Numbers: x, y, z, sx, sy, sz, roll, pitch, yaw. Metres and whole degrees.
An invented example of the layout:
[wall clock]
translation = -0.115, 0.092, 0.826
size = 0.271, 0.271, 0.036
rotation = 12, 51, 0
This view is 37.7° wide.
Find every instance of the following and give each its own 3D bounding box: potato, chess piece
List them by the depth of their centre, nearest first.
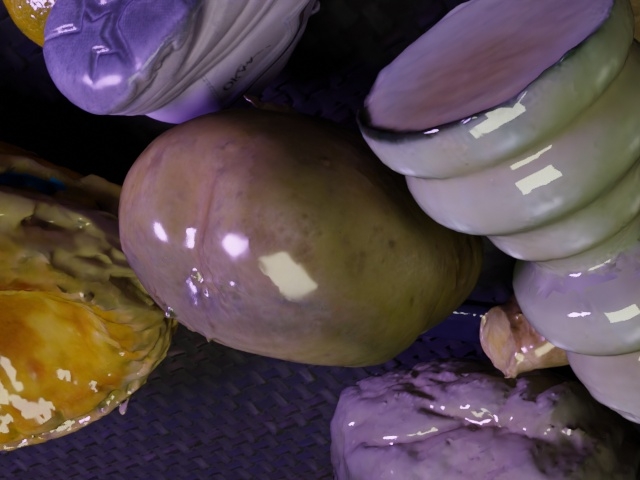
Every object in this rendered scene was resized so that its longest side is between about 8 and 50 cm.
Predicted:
[chess piece]
translation = 0.135, -0.001, 0.467
size = 0.133, 0.133, 0.243
rotation = -22, 119, 30
[potato]
translation = 0.000, 0.000, 0.570
size = 0.191, 0.141, 0.296
rotation = 14, 177, 21

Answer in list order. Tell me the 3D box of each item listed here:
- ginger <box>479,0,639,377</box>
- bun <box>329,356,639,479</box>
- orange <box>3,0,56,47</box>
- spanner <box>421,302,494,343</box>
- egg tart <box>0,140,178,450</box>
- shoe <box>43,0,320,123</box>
[ginger]
translation = 0.262, -0.047, 0.539
size = 0.362, 0.122, 0.348
rotation = 5, 134, 3
[bun]
translation = 0.147, 0.200, 0.698
size = 0.204, 0.281, 0.282
rotation = -38, 121, -6
[orange]
translation = -0.147, -0.151, 0.558
size = 0.095, 0.085, 0.085
rotation = 20, 135, 18
[spanner]
translation = -0.002, 0.052, 0.749
size = 0.315, 0.024, 0.087
rotation = 8, 134, 6
[egg tart]
translation = -0.283, 0.043, 0.659
size = 0.387, 0.169, 0.388
rotation = -17, 152, -9
[shoe]
translation = -0.030, -0.158, 0.513
size = 0.245, 0.137, 0.095
rotation = -47, 71, 14
